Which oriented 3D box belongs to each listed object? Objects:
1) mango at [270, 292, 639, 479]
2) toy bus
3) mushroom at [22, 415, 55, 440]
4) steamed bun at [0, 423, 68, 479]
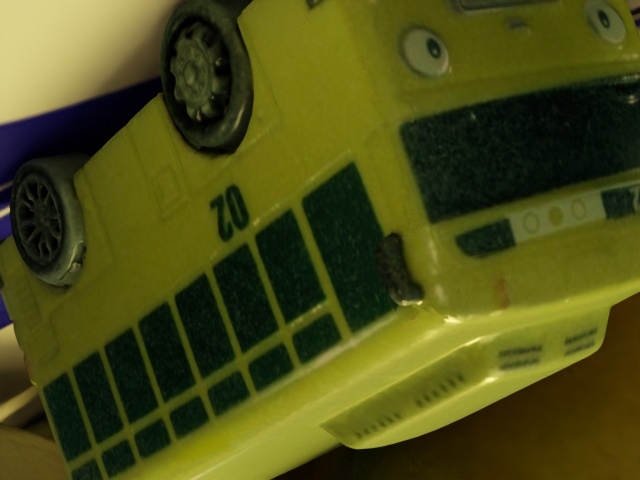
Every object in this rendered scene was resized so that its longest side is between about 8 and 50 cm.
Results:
[{"bbox_3d":[0.061,0.099,0.567,0.182,0.253,0.365,18,162,-18],"label":"mango"},{"bbox_3d":[0.000,0.000,0.399,0.088,0.101,0.175,-11,165,-37],"label":"toy bus"},{"bbox_3d":[-0.124,0.137,0.816,0.081,0.100,0.312,-15,166,-48],"label":"mushroom"},{"bbox_3d":[-0.157,0.137,0.651,0.170,0.153,0.238,-18,154,28],"label":"steamed bun"}]
